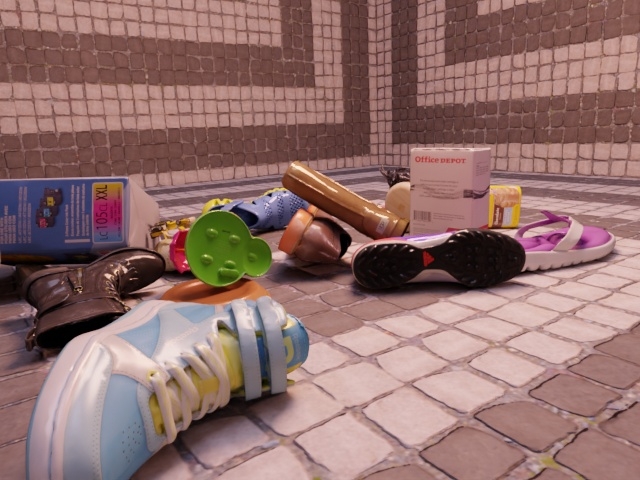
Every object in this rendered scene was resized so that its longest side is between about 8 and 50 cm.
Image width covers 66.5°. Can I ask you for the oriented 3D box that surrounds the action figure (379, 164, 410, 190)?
[{"bbox_3d":[0.341,-0.190,1.790,0.275,0.141,0.164,17,19,11],"label":"action figure"}]

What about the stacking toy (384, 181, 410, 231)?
[{"bbox_3d":[0.344,-0.124,1.455,0.330,0.141,0.141,-16,19,-41],"label":"stacking toy"}]

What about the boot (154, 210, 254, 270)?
[{"bbox_3d":[-0.212,0.004,1.099,0.203,0.095,0.262,4,20,30],"label":"boot"}]

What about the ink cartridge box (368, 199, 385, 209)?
[{"bbox_3d":[0.182,-0.085,1.509,0.109,0.063,0.150,-10,15,-30],"label":"ink cartridge box"}]

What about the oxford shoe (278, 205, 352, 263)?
[{"bbox_3d":[0.000,0.000,1.131,0.132,0.130,0.364,29,11,3],"label":"oxford shoe"}]

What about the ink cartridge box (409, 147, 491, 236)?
[{"bbox_3d":[0.313,-0.107,1.187,0.171,0.238,0.100,10,17,42],"label":"ink cartridge box"}]

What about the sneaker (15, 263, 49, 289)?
[{"bbox_3d":[-0.578,0.071,0.989,0.061,0.054,0.152,-8,13,-35],"label":"sneaker"}]

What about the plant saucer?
[{"bbox_3d":[-0.182,0.100,0.824,0.199,0.037,0.200,-2,13,0],"label":"plant saucer"}]

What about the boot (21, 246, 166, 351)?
[{"bbox_3d":[-0.347,0.098,0.797,0.262,0.091,0.228,-17,24,-35],"label":"boot"}]

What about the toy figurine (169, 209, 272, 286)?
[{"bbox_3d":[-0.202,0.020,0.893,0.173,0.130,0.159,15,-12,-40],"label":"toy figurine"}]

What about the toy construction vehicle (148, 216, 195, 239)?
[{"bbox_3d":[-0.328,-0.024,1.070,0.098,0.035,0.086,-8,12,14],"label":"toy construction vehicle"}]

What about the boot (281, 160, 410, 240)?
[{"bbox_3d":[0.064,-0.074,1.082,0.269,0.089,0.236,29,-2,10],"label":"boot"}]

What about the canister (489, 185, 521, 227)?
[{"bbox_3d":[0.467,-0.096,1.371,0.169,0.126,0.073,0,13,4],"label":"canister"}]

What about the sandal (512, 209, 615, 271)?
[{"bbox_3d":[0.486,-0.011,1.037,0.415,0.103,0.169,-10,15,-31],"label":"sandal"}]

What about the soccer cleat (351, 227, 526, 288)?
[{"bbox_3d":[0.215,0.030,0.918,0.317,0.109,0.116,-5,8,1],"label":"soccer cleat"}]

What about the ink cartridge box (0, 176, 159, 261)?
[{"bbox_3d":[-0.565,-0.029,1.023,0.394,0.151,0.270,0,-8,-5],"label":"ink cartridge box"}]

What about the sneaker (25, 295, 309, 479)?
[{"bbox_3d":[-0.116,0.130,0.480,0.208,0.127,0.319,-4,14,1],"label":"sneaker"}]

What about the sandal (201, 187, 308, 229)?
[{"bbox_3d":[-0.185,-0.072,1.428,0.316,0.126,0.138,-13,18,-10],"label":"sandal"}]
